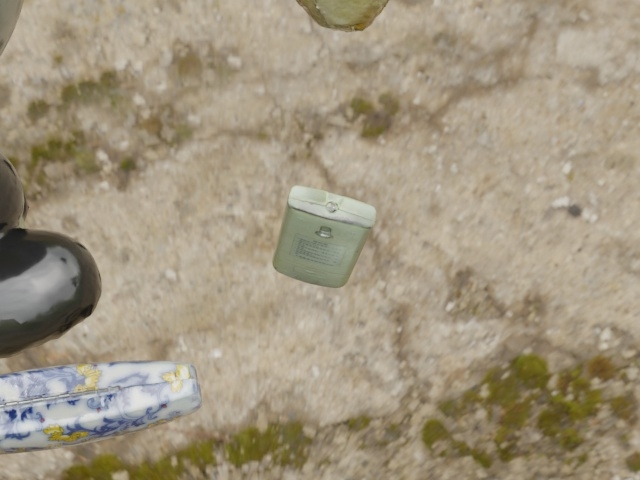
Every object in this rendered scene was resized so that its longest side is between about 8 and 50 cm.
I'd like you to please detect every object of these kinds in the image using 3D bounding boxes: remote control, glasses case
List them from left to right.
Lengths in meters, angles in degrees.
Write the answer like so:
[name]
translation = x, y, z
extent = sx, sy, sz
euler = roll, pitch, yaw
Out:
[glasses case]
translation = -0.221, 0.137, 0.982
extent = 0.248, 0.087, 0.065
euler = -8, 76, -9
[remote control]
translation = 0.000, 0.000, 1.387
extent = 0.098, 0.233, 0.038
euler = 15, 71, -2

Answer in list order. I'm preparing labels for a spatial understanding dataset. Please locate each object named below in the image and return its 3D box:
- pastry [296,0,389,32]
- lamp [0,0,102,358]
[pastry]
translation = 0.036, -0.287, 1.121
extent = 0.093, 0.192, 0.182
euler = 17, 106, -17
[lamp]
translation = -0.174, -0.071, 0.397
extent = 0.197, 0.244, 0.198
euler = -15, 33, 10
